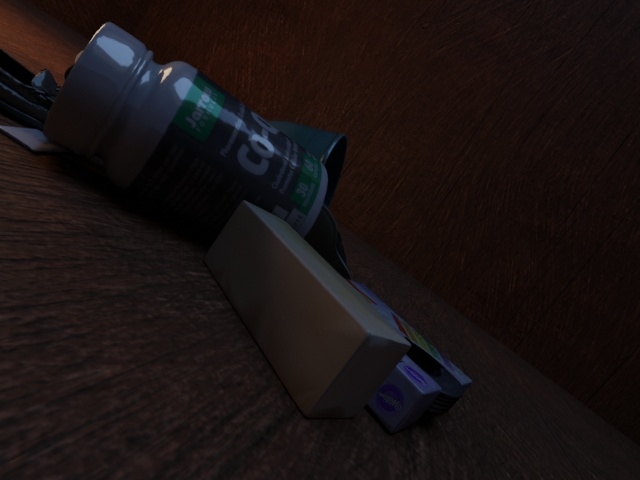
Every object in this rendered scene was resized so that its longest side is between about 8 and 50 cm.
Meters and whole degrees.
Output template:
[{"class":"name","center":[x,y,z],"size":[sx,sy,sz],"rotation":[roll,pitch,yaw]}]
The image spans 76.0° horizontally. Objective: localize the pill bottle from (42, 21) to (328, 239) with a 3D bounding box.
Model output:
[{"class":"pill bottle","center":[-0.182,-0.128,0.617],"size":[0.361,0.204,0.204],"rotation":[31,9,-31]}]

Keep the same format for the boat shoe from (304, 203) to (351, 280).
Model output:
[{"class":"boat shoe","center":[0.000,0.000,0.797],"size":[0.069,0.081,0.228],"rotation":[-101,172,-55]}]

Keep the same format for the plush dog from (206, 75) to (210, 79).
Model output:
[{"class":"plush dog","center":[-0.349,-0.302,1.101],"size":[0.262,0.210,0.226],"rotation":[23,42,-52]}]

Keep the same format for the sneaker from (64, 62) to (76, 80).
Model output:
[{"class":"sneaker","center":[-0.376,-0.227,0.749],"size":[0.106,0.101,0.267],"rotation":[55,-10,-7]}]

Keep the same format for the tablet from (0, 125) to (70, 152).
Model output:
[{"class":"tablet","center":[-0.378,-0.134,0.543],"size":[0.054,0.006,0.083],"rotation":[35,9,-9]}]

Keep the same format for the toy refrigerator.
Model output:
[{"class":"toy refrigerator","center":[-0.030,0.068,0.486],"size":[0.094,0.102,0.269],"rotation":[27,11,-46]}]

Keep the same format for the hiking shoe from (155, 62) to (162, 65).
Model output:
[{"class":"hiking shoe","center":[-0.276,-0.210,0.771],"size":[0.114,0.086,0.227],"rotation":[-129,-155,-51]}]

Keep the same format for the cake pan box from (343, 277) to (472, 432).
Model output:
[{"class":"cake pan box","center":[0.081,0.150,0.605],"size":[0.267,0.070,0.245],"rotation":[42,12,35]}]

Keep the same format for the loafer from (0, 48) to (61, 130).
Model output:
[{"class":"loafer","center":[-0.427,-0.225,0.579],"size":[0.267,0.084,0.096],"rotation":[29,10,-40]}]

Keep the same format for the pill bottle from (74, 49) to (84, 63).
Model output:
[{"class":"pill bottle","center":[-0.616,-0.482,1.187],"size":[0.112,0.112,0.187],"rotation":[35,8,-4]}]

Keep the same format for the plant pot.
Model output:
[{"class":"plant pot","center":[-0.106,-0.148,0.917],"size":[0.255,0.272,0.271],"rotation":[23,6,8]}]
